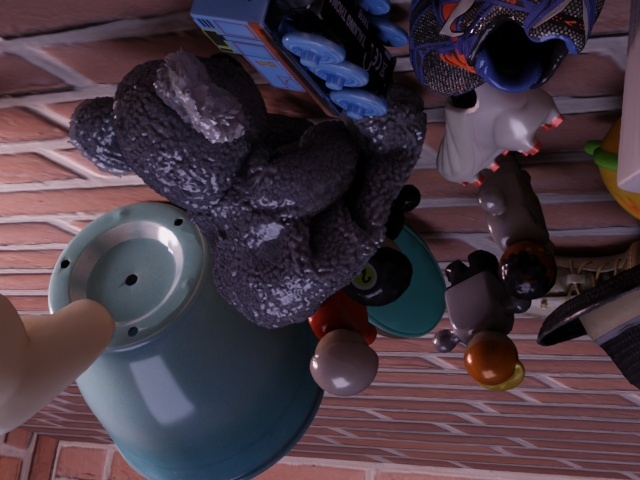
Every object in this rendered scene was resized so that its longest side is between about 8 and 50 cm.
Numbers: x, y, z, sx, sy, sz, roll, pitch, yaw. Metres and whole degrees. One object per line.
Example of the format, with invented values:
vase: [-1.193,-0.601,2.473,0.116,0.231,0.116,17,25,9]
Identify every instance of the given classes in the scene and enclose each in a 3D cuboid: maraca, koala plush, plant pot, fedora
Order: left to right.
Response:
plant pot: [-0.159,0.100,1.654,0.272,0.271,0.255,2,149,23]
koala plush: [-0.069,-0.062,1.159,0.221,0.203,0.196,34,153,-31]
maraca: [0.261,-0.060,1.118,0.127,0.099,0.185,6,-170,-4]
fedora: [0.340,0.073,1.225,0.334,0.152,0.334,-21,170,-4]

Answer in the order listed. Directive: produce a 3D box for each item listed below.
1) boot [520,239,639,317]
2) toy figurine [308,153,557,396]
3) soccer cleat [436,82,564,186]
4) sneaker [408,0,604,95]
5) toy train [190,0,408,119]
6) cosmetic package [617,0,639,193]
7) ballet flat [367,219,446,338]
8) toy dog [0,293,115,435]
boot: [0.269,0.042,1.509,0.165,0.077,0.213,6,167,16]
toy figurine: [0.093,0.035,1.300,0.210,0.148,0.213,4,139,-12]
soccer cleat: [0.121,-0.092,1.154,0.076,0.068,0.196,41,167,-5]
sneaker: [0.109,-0.131,0.956,0.083,0.087,0.221,13,164,-13]
toy train: [-0.010,-0.141,1.017,0.105,0.080,0.184,13,169,22]
cosmetic package: [0.270,-0.107,0.826,0.151,0.151,0.183,10,164,-9]
ballet flat: [0.000,0.000,1.481,0.124,0.116,0.342,23,176,39]
toy dog: [-0.454,0.013,1.320,0.285,0.395,0.408,11,138,51]
